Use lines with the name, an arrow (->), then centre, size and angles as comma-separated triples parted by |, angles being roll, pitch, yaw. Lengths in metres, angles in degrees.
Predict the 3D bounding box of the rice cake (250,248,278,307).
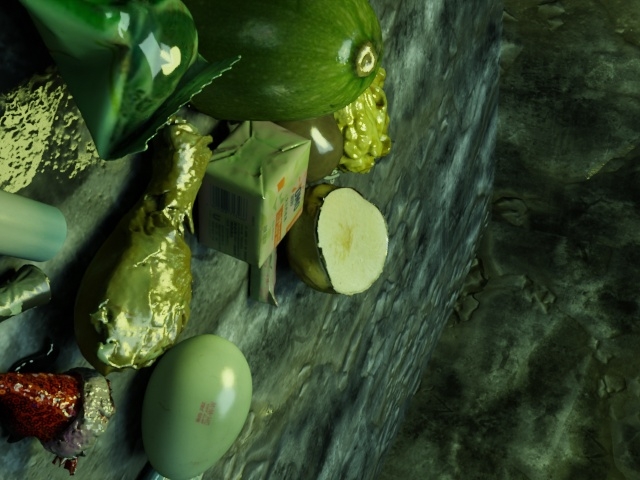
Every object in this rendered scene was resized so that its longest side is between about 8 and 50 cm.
rice cake -> -0.106, 0.004, 1.473 | 0.051, 0.081, 0.290 | -22, 124, -47

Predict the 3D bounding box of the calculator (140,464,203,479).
calculator -> -0.300, 0.496, 1.355 | 0.303, 0.042, 0.188 | -59, 153, -35

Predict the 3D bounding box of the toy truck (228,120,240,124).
toy truck -> -0.144, -0.251, 1.293 | 0.044, 0.039, 0.083 | 60, 45, -36

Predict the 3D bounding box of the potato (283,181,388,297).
potato -> 0.000, 0.000, 1.580 | 0.299, 0.196, 0.247 | 28, 67, -55

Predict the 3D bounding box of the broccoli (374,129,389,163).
broccoli -> 0.091, -0.246, 1.721 | 0.162, 0.137, 0.146 | 17, 54, -55

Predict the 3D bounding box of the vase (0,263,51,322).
vase -> -0.407, 0.090, 0.859 | 0.167, 0.059, 0.059 | -41, 139, -52

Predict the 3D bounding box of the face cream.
face cream -> -0.396, -0.031, 0.789 | 0.250, 0.077, 0.077 | 28, 77, -66

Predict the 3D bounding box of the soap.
soap -> -0.118, -0.089, 1.274 | 0.182, 0.138, 0.199 | -56, 163, -40

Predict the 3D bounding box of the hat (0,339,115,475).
hat -> -0.389, 0.216, 0.950 | 0.140, 0.129, 0.227 | -50, 136, 0

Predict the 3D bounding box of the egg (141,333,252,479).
egg -> -0.220, 0.292, 1.245 | 0.183, 0.182, 0.264 | 8, 103, -67

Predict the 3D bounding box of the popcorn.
popcorn -> 0.052, -0.291, 1.522 | 0.225, 0.173, 0.286 | 32, 56, -64

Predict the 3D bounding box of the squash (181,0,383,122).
squash -> -0.040, -0.331, 1.106 | 0.310, 0.308, 0.311 | -21, 115, -57

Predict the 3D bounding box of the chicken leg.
chicken leg -> -0.251, -0.005, 1.065 | 0.201, 0.152, 0.429 | 41, 58, -56

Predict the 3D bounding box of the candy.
candy -> -0.274, -0.308, 0.804 | 0.398, 0.171, 0.263 | 62, 33, -33

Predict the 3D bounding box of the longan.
longan -> -0.045, -0.199, 1.387 | 0.189, 0.189, 0.189 | -44, 142, -51

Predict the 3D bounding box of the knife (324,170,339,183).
knife -> -0.034, -0.140, 1.583 | 0.278, 0.053, 0.123 | -42, 134, -50
